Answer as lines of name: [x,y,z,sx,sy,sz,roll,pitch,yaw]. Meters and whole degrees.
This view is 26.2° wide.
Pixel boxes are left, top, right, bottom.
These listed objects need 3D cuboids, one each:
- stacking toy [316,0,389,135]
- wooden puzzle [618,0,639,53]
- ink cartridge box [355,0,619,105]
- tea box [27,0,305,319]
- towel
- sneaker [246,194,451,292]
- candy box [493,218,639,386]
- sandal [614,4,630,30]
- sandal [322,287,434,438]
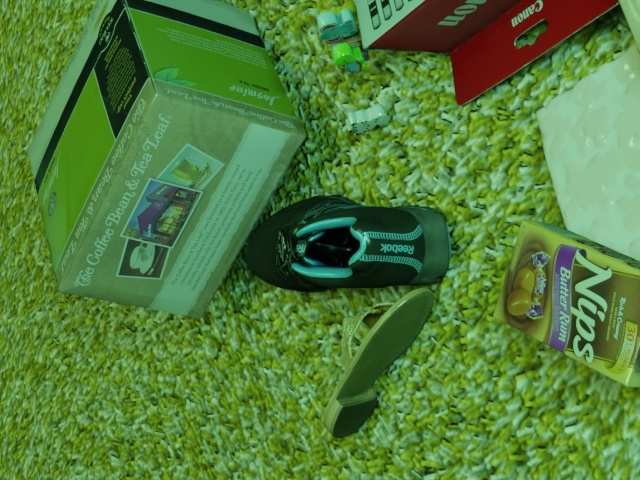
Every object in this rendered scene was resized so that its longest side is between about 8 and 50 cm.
stacking toy: [0.024,-0.242,1.648,0.052,0.221,0.167,-17,69,6]
wooden puzzle: [0.385,-0.375,1.250,0.322,0.080,0.348,-28,65,32]
ink cartridge box: [0.164,-0.324,1.490,0.309,0.130,0.272,-33,63,56]
tea box: [-0.221,-0.129,1.856,0.329,0.220,0.323,-58,34,29]
towel: [0.370,-0.061,1.320,0.332,0.053,0.317,-34,61,44]
sneaker: [0.000,0.000,1.686,0.341,0.139,0.125,-6,85,51]
candy box: [0.263,0.059,1.356,0.186,0.053,0.109,27,107,47]
sandal: [0.303,-0.299,1.424,0.072,0.049,0.180,-35,61,43]
sandal: [0.048,0.128,1.658,0.079,0.088,0.240,48,127,34]
